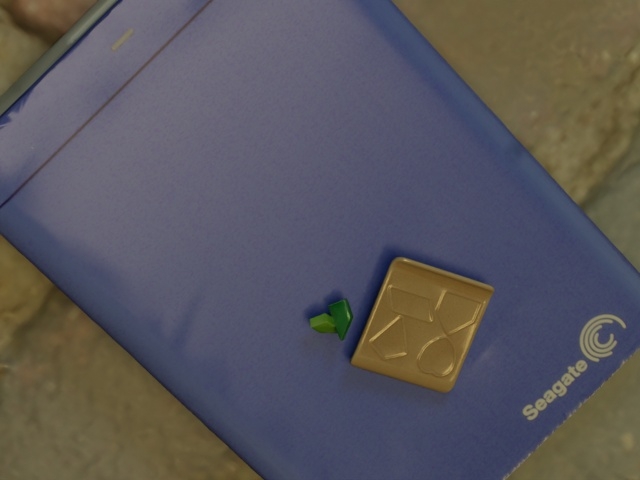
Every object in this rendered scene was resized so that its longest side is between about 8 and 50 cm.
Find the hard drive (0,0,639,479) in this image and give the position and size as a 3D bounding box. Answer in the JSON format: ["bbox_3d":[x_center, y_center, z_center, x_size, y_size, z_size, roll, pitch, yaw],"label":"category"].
[{"bbox_3d":[0.000,0.000,0.954,0.210,0.040,0.319,-44,110,1],"label":"hard drive"}]

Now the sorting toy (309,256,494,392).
[{"bbox_3d":[0.038,0.037,0.944,0.083,0.012,0.062,18,105,-21],"label":"sorting toy"}]
